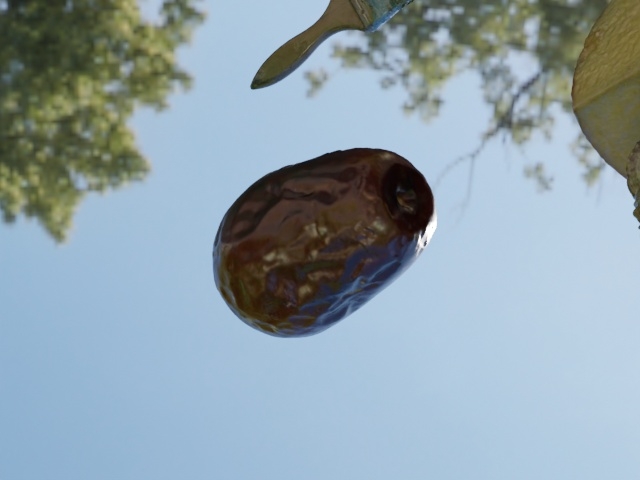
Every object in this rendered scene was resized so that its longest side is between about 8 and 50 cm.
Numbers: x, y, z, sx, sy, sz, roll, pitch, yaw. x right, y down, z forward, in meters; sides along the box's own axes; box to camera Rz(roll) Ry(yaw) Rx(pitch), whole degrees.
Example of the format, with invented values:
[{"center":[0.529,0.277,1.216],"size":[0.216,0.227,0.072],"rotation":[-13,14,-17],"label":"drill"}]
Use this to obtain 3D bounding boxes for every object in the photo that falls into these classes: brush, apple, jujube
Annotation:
[{"center":[0.010,-0.189,1.270],"size":[0.021,0.196,0.070],"rotation":[9,-132,-60],"label":"brush"},{"center":[0.495,-0.186,1.788],"size":[0.309,0.314,0.252],"rotation":[32,-177,-29],"label":"apple"},{"center":[0.000,0.000,1.877],"size":[0.318,0.223,0.223],"rotation":[-26,-171,42],"label":"jujube"}]

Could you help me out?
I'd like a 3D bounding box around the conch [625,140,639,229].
[{"center":[0.441,-0.077,1.657],"size":[0.178,0.245,0.163],"rotation":[49,-144,12],"label":"conch"}]
